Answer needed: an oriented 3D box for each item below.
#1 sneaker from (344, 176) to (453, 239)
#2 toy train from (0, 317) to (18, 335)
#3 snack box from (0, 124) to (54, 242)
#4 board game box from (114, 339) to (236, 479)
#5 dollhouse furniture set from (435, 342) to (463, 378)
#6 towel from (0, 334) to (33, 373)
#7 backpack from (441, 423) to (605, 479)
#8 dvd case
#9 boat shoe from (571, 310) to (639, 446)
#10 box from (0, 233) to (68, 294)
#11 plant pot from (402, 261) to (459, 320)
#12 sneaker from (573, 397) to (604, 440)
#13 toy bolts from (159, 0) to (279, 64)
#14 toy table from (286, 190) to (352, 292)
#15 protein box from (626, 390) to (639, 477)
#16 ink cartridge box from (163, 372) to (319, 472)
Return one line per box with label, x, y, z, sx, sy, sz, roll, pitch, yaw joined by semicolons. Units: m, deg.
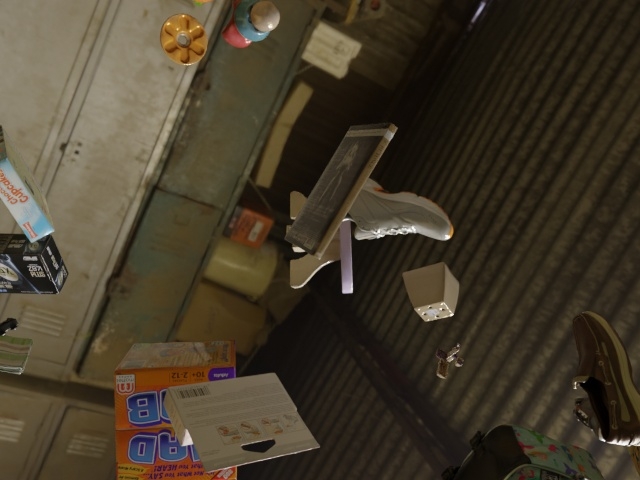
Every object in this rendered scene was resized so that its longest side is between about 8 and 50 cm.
sneaker;0.132;-0.039;1.200;0.262;0.099;0.121;23;-108;25
toy train;-0.629;0.185;1.088;0.036;0.027;0.158;-8;-161;47
snack box;-0.698;-0.138;1.375;0.060;0.187;0.322;-30;-147;-15
board game box;-0.454;0.543;1.962;0.356;0.356;0.356;-157;-114;-81
dollhouse furniture set;0.414;0.379;1.861;0.081;0.091;0.114;-51;-172;40
towel;-0.880;0.313;1.687;0.152;0.113;0.023;-115;-136;-61
backpack;0.361;0.441;0.993;0.225;0.253;0.191;-62;-156;22
dvd case;0.026;-0.082;0.929;0.221;0.018;0.164;-60;-160;-2
boat shoe;0.506;0.243;1.090;0.095;0.095;0.257;93;-10;-49
box;-0.760;0.060;1.528;0.077;0.180;0.147;-87;177;-47
plant pot;0.269;0.130;1.441;0.109;0.109;0.096;-18;-131;24
sneaker;0.613;0.407;1.371;0.158;0.065;0.061;-34;122;-72
toy bolts;-0.200;-0.454;1.219;0.158;0.228;0.218;17;-86;56
toy table;0.000;0.000;1.571;0.252;0.161;0.274;83;6;-68
protein box;0.747;0.408;1.209;0.200;0.201;0.136;-16;107;-71
ink cartridge box;-0.174;0.403;1.313;0.239;0.275;0.060;49;-52;44
